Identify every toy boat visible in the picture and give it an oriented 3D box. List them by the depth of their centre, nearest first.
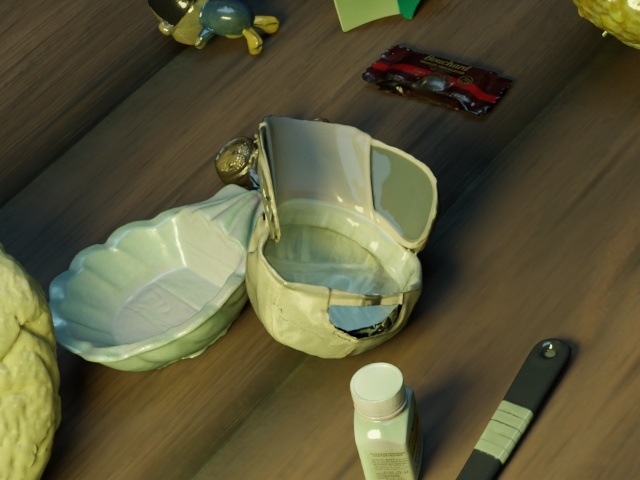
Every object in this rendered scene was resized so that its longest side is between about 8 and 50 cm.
[{"bbox_3d":[-0.160,0.053,1.861,0.290,0.100,0.199,-39,48,-24],"label":"toy boat"}]

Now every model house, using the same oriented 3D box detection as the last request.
[{"bbox_3d":[0.081,-0.357,2.219,0.149,0.127,0.100,-11,42,8],"label":"model house"}]

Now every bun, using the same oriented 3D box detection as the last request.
[{"bbox_3d":[-0.401,0.160,1.708,0.352,0.227,0.349,37,85,35],"label":"bun"}]

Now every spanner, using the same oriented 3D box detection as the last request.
[{"bbox_3d":[0.160,0.205,1.668,0.087,0.024,0.316,10,47,32],"label":"spanner"}]

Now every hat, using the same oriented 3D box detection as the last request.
[{"bbox_3d":[0.000,-0.009,1.798,0.232,0.161,0.275,5,65,-39],"label":"hat"}]

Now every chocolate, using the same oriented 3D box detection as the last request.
[{"bbox_3d":[0.143,-0.199,2.104,0.182,0.028,0.086,21,50,35],"label":"chocolate"}]

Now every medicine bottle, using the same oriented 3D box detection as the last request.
[{"bbox_3d":[0.064,0.175,1.653,0.055,0.118,0.074,-2,42,15],"label":"medicine bottle"}]

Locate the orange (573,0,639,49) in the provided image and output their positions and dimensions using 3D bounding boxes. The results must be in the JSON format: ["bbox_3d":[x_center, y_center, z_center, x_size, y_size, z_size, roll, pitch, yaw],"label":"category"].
[{"bbox_3d":[0.444,-0.343,2.042,0.271,0.210,0.368,26,53,27],"label":"orange"}]

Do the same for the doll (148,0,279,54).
[{"bbox_3d":[-0.149,-0.293,2.253,0.179,0.089,0.102,27,53,8],"label":"doll"}]

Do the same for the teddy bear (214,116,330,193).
[{"bbox_3d":[-0.047,-0.090,2.012,0.160,0.078,0.119,-2,63,37],"label":"teddy bear"}]
